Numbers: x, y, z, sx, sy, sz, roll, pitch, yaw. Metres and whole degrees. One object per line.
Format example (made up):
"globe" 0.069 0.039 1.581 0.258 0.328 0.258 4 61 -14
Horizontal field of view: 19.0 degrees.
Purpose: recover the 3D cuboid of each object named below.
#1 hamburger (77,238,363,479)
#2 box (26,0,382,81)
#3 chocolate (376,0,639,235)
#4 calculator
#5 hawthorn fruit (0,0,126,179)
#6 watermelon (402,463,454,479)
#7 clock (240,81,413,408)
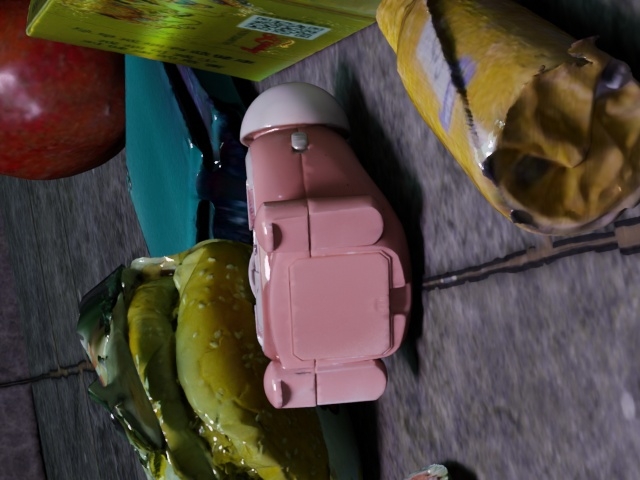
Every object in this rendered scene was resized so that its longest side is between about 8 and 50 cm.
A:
"hamburger" -0.066 0.097 1.252 0.235 0.125 0.214 35 -154 -52
"box" -0.079 -0.149 1.170 0.311 0.173 0.043 173 106 -76
"chocolate" 0.073 -0.072 0.857 0.219 0.086 0.085 -127 31 -64
"calculator" -0.108 -0.067 1.548 0.248 0.058 0.274 -113 20 -44
"hawthorn fruit" -0.293 -0.156 1.807 0.208 0.248 0.208 175 90 -74
"watermelon" 0.054 0.170 1.090 0.085 0.061 0.085 180 90 -75
"clock" 0.000 0.000 1.156 0.162 0.093 0.166 -106 11 -57
